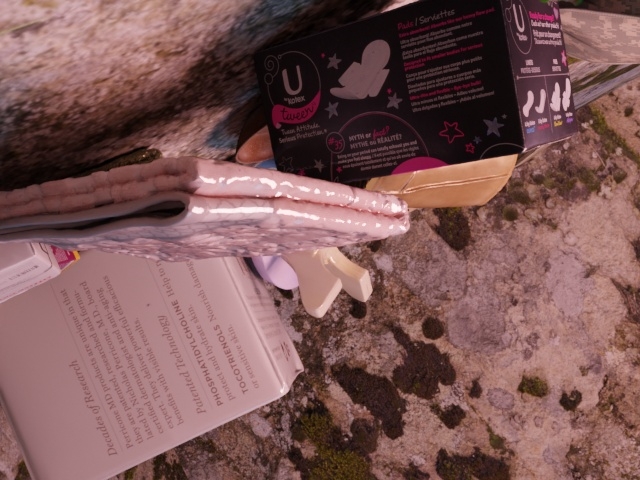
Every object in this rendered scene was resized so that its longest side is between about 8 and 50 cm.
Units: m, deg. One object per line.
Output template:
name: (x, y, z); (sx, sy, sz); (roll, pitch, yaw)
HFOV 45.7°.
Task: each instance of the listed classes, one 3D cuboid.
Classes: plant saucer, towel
plant saucer: (-0.021, -0.156, 0.928); (0.198, 0.036, 0.198); (-26, 174, -3)
towel: (-0.244, -0.057, 0.840); (0.148, 0.027, 0.110); (-24, 174, -17)
towel: (-0.130, -0.016, 0.733); (0.331, 0.054, 0.317); (-5, 174, 35)

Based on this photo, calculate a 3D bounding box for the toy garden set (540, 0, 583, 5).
toy garden set: (0.098, -0.200, 0.435); (0.244, 0.049, 0.204); (2, 163, -13)

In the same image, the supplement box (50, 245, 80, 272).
supplement box: (-0.361, 0.024, 0.968); (0.055, 0.043, 0.083); (-30, 175, 35)

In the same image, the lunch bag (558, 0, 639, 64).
lunch bag: (0.370, -0.284, 0.831); (0.286, 0.169, 0.235); (2, -177, 24)

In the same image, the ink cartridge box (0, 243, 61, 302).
ink cartridge box: (-0.362, 0.024, 0.842); (0.109, 0.063, 0.150); (-26, 175, -13)

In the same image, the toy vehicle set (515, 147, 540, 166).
toy vehicle set: (0.344, -0.230, 1.327); (0.035, 0.166, 0.267); (-27, 175, -2)

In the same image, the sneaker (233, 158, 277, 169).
sneaker: (-0.135, -0.051, 1.049); (0.237, 0.086, 0.085); (-32, 142, 2)

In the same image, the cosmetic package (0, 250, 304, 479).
cosmetic package: (-0.279, 0.169, 1.255); (0.393, 0.328, 0.329); (-26, 175, 2)

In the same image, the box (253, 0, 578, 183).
box: (0.090, -0.141, 0.714); (0.247, 0.142, 0.163); (-6, -171, 35)

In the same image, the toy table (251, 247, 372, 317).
toy table: (0.000, 0.000, 1.271); (0.252, 0.160, 0.274); (-60, 153, -16)

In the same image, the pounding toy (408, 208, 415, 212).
pounding toy: (0.113, -0.129, 1.210); (0.094, 0.181, 0.206); (-27, 148, -5)

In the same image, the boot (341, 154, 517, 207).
boot: (0.162, -0.123, 1.012); (0.269, 0.089, 0.236); (-7, 151, -33)
